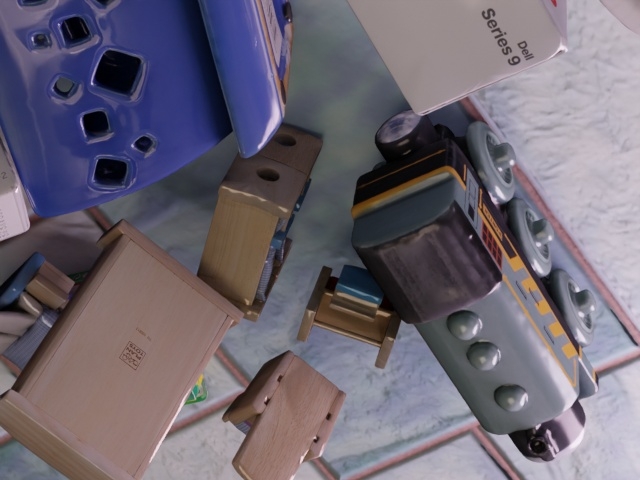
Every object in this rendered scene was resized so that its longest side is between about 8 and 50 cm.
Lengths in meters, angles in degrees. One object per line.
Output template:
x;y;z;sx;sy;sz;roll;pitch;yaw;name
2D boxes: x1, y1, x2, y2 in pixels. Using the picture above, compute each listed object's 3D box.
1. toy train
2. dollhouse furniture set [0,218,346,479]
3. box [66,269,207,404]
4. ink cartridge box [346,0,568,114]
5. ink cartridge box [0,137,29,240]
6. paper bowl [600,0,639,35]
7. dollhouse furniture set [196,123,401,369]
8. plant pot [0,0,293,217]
0.140;0.045;1.379;0.142;0.190;0.334;-21;119;22;toy train
-0.197;0.170;1.417;0.286;0.198;0.303;39;145;-14;dollhouse furniture set
-0.191;0.108;1.565;0.105;0.043;0.179;-14;123;18;box
0.080;-0.258;1.117;0.121;0.289;0.211;-23;118;22;ink cartridge box
-0.409;-0.072;1.221;0.296;0.261;0.066;-20;150;-13;ink cartridge box
0.320;-0.282;1.150;0.284;0.148;0.284;4;126;6;paper bowl
0.000;0.000;1.396;0.183;0.129;0.129;20;126;2;dollhouse furniture set
-0.141;-0.185;1.244;0.212;0.236;0.236;-9;122;7;plant pot
